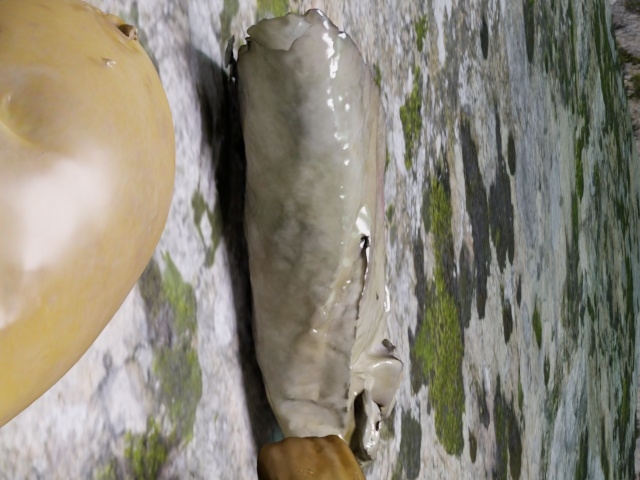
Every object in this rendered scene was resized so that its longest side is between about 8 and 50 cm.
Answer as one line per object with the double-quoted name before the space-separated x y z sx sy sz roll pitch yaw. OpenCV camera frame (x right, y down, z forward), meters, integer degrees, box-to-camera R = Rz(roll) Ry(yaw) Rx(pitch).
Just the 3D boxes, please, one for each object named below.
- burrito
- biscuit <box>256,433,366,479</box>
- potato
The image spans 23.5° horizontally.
"burrito" 0.000 -0.006 1.046 0.175 0.107 0.347 -90 173 -67
"biscuit" 0.064 0.310 0.837 0.394 0.076 0.368 -126 -157 -60
"potato" -0.137 -0.012 0.583 0.150 0.146 0.234 49 32 -15
